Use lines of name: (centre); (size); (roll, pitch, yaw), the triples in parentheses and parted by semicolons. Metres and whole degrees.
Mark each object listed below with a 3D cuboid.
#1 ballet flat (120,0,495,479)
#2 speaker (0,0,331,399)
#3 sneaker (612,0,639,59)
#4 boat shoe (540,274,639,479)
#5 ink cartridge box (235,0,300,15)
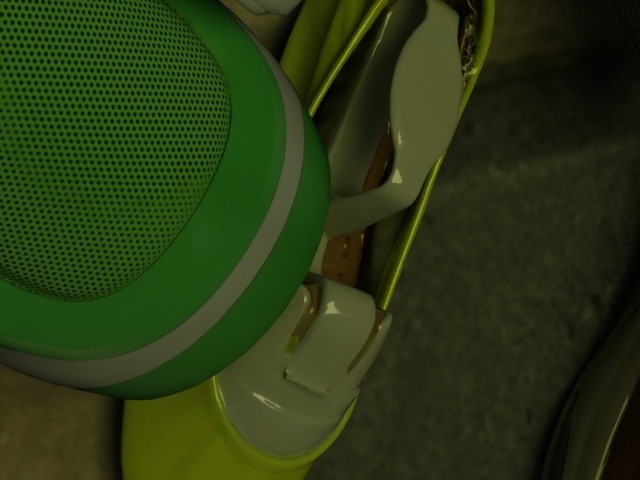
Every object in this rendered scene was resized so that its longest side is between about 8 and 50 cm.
ballet flat: (0.000, 0.000, 0.663); (0.077, 0.077, 0.231); (28, 78, -30)
speaker: (-0.126, -0.068, 0.525); (0.296, 0.131, 0.131); (39, 72, -41)
sneaker: (0.071, -0.187, 0.686); (0.146, 0.134, 0.343); (-30, 98, -20)
boat shoe: (0.193, 0.004, 0.759); (0.123, 0.116, 0.324); (23, 80, -31)
ink cartridge box: (0.001, -0.229, 0.491); (0.289, 0.121, 0.211); (-48, 147, 4)
